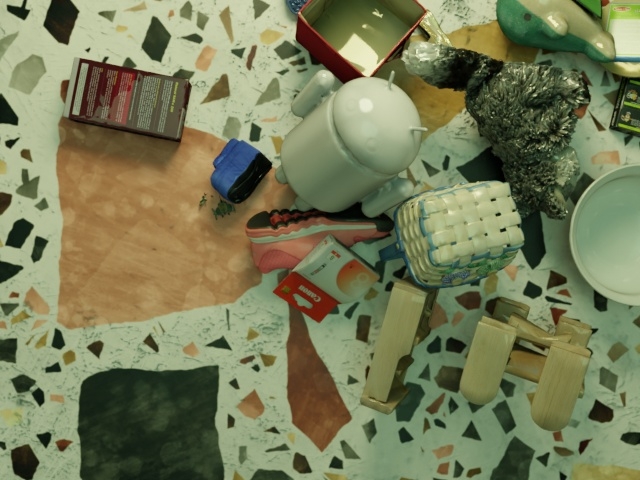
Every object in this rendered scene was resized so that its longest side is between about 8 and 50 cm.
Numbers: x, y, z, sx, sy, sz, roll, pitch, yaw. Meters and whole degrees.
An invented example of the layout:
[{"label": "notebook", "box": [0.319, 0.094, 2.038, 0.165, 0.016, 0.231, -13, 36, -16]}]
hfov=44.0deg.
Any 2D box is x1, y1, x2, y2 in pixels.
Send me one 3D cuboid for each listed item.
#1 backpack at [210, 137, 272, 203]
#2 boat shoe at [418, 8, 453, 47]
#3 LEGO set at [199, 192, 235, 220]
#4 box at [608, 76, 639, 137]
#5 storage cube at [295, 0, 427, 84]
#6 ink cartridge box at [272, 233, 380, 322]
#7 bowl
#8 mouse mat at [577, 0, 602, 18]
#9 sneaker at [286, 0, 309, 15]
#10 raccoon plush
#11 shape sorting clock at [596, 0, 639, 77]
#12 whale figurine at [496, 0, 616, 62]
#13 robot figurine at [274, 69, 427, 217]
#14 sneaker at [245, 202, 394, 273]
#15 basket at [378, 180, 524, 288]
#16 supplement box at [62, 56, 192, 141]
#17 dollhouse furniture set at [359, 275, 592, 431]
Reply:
[{"label": "backpack", "box": [-0.175, -0.143, 1.661, 0.101, 0.098, 0.120, 34, 88, 26]}, {"label": "boat shoe", "box": [0.247, -0.431, 1.707, 0.045, 0.050, 0.135, -31, 82, 1]}, {"label": "LEGO set", "box": [-0.217, -0.074, 1.696, 0.083, 0.023, 0.054, 40, 86, 11]}, {"label": "box", "box": [0.750, -0.309, 1.736, 0.190, 0.045, 0.184, 14, 91, -3]}, {"label": "storage cube", "box": [0.077, -0.437, 1.623, 0.215, 0.193, 0.184, 42, 88, -3]}, {"label": "ink cartridge box", "box": [0.011, 0.090, 1.646, 0.145, 0.045, 0.179, 36, 105, -29]}, {"label": "bowl", "box": [0.655, -0.012, 1.687, 0.297, 0.134, 0.298, 0, 91, -3]}, {"label": "mouse mat", "box": [0.533, -0.531, 1.666, 0.152, 0.190, 0.007, 37, 122, -2]}, {"label": "sneaker", "box": [-0.042, -0.600, 1.678, 0.081, 0.090, 0.232, -1, 111, -4]}, {"label": "raccoon plush", "box": [0.348, -0.209, 1.628, 0.446, 0.216, 0.299, 9, 93, -8]}, {"label": "shape sorting clock", "box": [0.687, -0.443, 1.699, 0.206, 0.040, 0.206, -6, 76, 24]}, {"label": "whale figurine", "box": [0.490, -0.449, 1.665, 0.272, 0.216, 0.141, 33, 125, -5]}, {"label": "robot figurine", "box": [0.058, -0.187, 1.556, 0.300, 0.353, 0.200, 52, 45, -6]}, {"label": "sneaker", "box": [0.000, 0.000, 1.679, 0.313, 0.116, 0.136, -6, 115, -7]}, {"label": "basket", "box": [0.259, -0.008, 1.580, 0.254, 0.289, 0.201, -14, 87, -7]}, {"label": "supplement box", "box": [-0.401, -0.292, 1.656, 0.239, 0.073, 0.130, 12, 90, -2]}, {"label": "dollhouse furniture set", "box": [0.313, 0.255, 1.568, 0.394, 0.362, 0.257, 18, 99, 17]}]
